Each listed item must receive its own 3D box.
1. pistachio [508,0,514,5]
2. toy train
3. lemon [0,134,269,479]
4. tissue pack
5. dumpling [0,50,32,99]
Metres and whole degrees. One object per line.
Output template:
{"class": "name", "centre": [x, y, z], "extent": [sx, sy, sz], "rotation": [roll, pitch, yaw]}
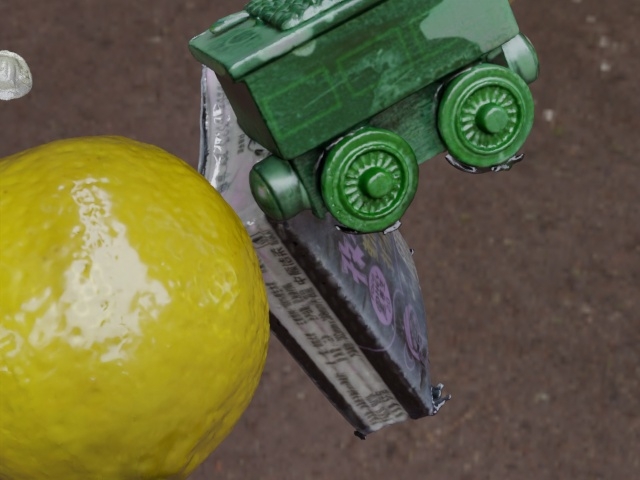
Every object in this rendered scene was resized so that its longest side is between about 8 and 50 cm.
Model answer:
{"class": "pistachio", "centre": [0.107, -0.341, 1.740], "extent": [0.288, 0.197, 0.166], "rotation": [3, 28, 13]}
{"class": "toy train", "centre": [0.046, -0.128, 1.191], "extent": [0.266, 0.202, 0.145], "rotation": [-30, 24, -9]}
{"class": "lemon", "centre": [-0.172, 0.058, 1.107], "extent": [0.293, 0.293, 0.293], "rotation": [0, 36, 0]}
{"class": "tissue pack", "centre": [0.000, 0.000, 1.484], "extent": [0.122, 0.361, 0.259], "rotation": [-21, 46, 16]}
{"class": "dumpling", "centre": [-0.435, -0.232, 2.055], "extent": [0.057, 0.052, 0.076], "rotation": [-9, 26, -6]}
